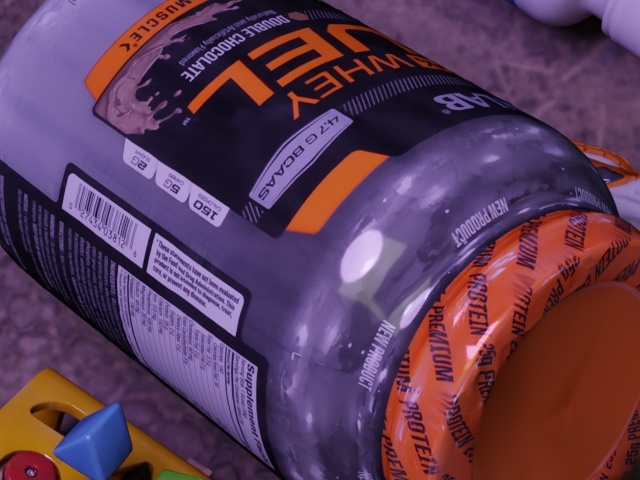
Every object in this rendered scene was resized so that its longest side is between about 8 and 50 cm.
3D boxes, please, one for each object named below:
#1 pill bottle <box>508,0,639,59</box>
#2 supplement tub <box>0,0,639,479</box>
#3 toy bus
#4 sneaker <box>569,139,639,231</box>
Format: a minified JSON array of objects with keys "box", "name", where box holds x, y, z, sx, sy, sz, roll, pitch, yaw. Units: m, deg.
[{"box":[0.118,-0.193,1.077,0.221,0.124,0.124,40,90,17],"name":"pill bottle"},{"box":[0.000,0.000,0.971,0.338,0.207,0.207,34,87,39],"name":"supplement tub"},{"box":[-0.100,0.157,1.064,0.191,0.104,0.202,-5,119,36],"name":"toy bus"},{"box":[0.164,0.023,1.017,0.262,0.099,0.121,19,103,45],"name":"sneaker"}]
